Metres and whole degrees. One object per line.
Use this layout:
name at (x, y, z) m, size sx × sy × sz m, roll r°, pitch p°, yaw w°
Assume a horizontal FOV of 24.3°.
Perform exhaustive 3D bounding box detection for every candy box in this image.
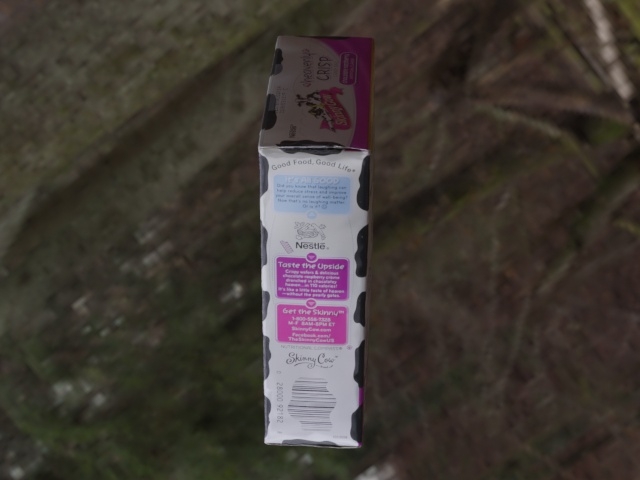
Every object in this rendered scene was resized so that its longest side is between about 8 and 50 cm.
candy box at (0.000, 0.000, 0.996) m, size 0.159 × 0.071 × 0.233 m, roll -85°, pitch -5°, yaw -56°
